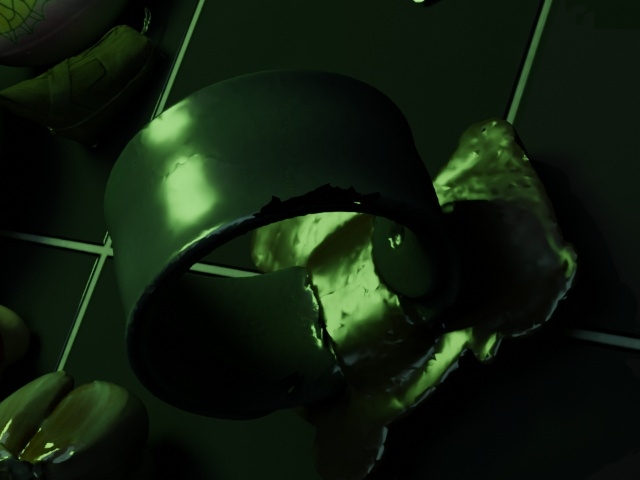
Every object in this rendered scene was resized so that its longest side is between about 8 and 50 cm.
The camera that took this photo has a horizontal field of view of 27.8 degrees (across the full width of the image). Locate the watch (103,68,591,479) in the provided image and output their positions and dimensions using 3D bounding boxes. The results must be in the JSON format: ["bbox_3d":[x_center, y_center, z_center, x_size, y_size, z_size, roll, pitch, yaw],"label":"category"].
[{"bbox_3d":[0.000,0.000,1.080,0.335,0.327,0.314,-34,50,21],"label":"watch"}]

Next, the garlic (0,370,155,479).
[{"bbox_3d":[-0.241,0.242,1.278,0.160,0.191,0.214,5,114,28],"label":"garlic"}]

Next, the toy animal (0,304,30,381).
[{"bbox_3d":[-0.436,0.119,1.510,0.171,0.171,0.198,-50,38,8],"label":"toy animal"}]

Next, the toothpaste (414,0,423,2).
[{"bbox_3d":[0.121,-0.378,1.375,0.096,0.061,0.266,-23,62,28],"label":"toothpaste"}]

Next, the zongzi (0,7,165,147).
[{"bbox_3d":[-0.279,-0.210,1.528,0.081,0.178,0.189,43,97,26],"label":"zongzi"}]

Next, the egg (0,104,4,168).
[{"bbox_3d":[-0.589,-0.114,1.623,0.428,0.345,0.345,-36,48,41],"label":"egg"}]

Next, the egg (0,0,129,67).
[{"bbox_3d":[-0.351,-0.327,1.639,0.271,0.196,0.196,-26,54,22],"label":"egg"}]
